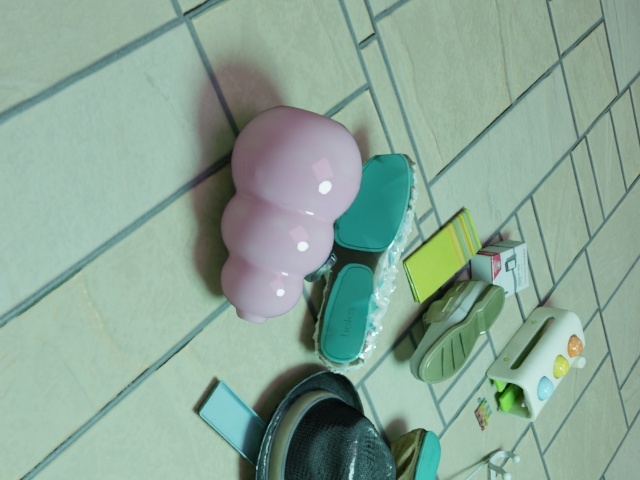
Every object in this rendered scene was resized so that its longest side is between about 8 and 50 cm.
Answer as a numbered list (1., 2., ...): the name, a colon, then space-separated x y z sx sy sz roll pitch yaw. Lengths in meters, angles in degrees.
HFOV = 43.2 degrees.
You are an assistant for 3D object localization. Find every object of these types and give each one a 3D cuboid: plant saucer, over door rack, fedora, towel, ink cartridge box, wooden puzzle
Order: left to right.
1. plant saucer: -0.131 0.309 1.337 0.067 0.018 0.192 -56 128 -26
2. fedora: 0.034 0.401 1.406 0.334 0.153 0.334 -12 106 -49
3. towel: 0.258 0.029 1.710 0.237 0.021 0.102 -37 114 -36
4. over door rack: 0.357 0.635 1.808 0.324 0.108 0.239 -9 100 -45
5. wooden puzzle: 0.378 0.400 1.877 0.049 0.006 0.083 -46 124 -33
6. ink cartridge box: 0.407 0.068 1.833 0.150 0.063 0.109 -17 106 -43

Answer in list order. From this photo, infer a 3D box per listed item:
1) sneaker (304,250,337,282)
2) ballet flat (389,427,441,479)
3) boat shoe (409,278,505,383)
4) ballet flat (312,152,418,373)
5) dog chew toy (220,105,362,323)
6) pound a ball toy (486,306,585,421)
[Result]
1. sneaker: -0.001 0.000 1.408 0.084 0.058 0.152 36 73 -35
2. ballet flat: 0.140 0.493 1.510 0.116 0.124 0.342 56 31 -25
3. boat shoe: 0.264 0.184 1.669 0.302 0.103 0.113 -37 132 -38
4. ballet flat: 0.079 0.041 1.471 0.147 0.147 0.408 25 79 -44
5. dog chew toy: -0.062 -0.034 1.255 0.207 0.207 0.331 18 90 -45
6. pound a ball toy: 0.556 0.313 1.960 0.319 0.136 0.208 -41 121 -35
